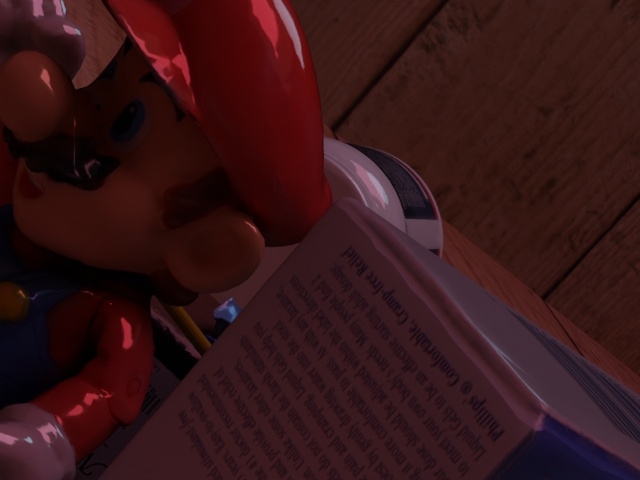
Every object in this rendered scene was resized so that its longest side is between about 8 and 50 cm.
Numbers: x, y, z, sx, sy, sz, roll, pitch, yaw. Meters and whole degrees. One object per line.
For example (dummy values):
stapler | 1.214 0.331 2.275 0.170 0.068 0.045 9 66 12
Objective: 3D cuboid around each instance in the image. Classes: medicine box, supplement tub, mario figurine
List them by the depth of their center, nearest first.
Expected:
medicine box | 0.031 0.177 0.645 0.263 0.289 0.149 33 12 -39
mario figurine | -0.135 0.004 0.660 0.198 0.320 0.170 43 10 10
supplement tub | 0.000 0.000 1.503 0.191 0.191 0.272 44 10 11

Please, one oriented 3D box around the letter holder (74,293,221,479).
letter holder | -0.079 0.114 0.893 0.302 0.152 0.214 42 9 3

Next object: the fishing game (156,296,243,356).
fishing game | 0.022 0.091 0.826 0.264 0.041 0.189 34 13 -51
